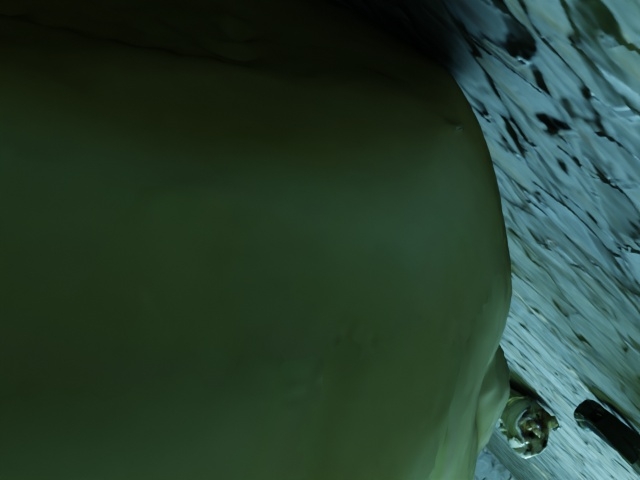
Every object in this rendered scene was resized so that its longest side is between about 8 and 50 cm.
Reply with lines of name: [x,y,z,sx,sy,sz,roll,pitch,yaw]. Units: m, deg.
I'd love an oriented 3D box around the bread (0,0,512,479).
bread: [-0.127,0.017,0.513,0.376,0.253,0.348,12,-160,-12]

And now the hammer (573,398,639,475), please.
hammer: [0.214,0.158,0.870,0.182,0.017,0.062,45,178,-5]

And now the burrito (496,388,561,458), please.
burrito: [0.154,0.141,1.255,0.045,0.041,0.185,38,180,-1]
